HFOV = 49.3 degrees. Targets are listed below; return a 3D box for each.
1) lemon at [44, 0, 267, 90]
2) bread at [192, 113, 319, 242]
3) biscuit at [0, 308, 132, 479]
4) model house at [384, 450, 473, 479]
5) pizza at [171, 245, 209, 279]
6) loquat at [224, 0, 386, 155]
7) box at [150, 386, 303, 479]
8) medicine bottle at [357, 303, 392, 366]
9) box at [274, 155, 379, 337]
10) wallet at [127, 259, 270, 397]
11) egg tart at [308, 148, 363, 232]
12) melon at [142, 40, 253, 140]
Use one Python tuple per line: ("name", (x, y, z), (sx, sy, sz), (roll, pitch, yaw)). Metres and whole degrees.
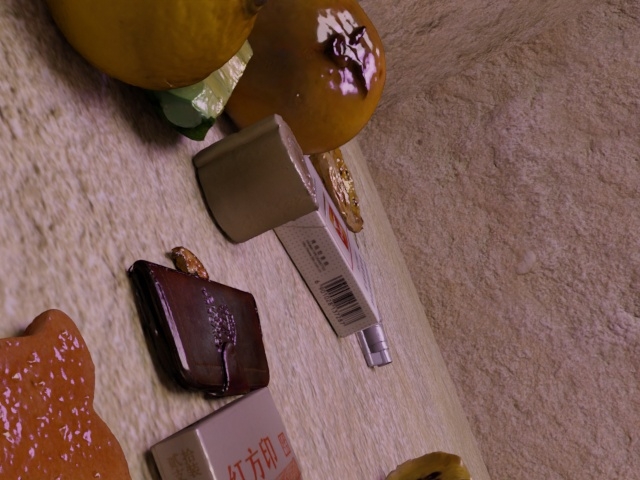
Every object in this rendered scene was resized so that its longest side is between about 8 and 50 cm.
("lemon", (-0.182, -0.289, 0.748), (0.254, 0.228, 0.228), (55, 5, 25))
("bread", (-0.087, -0.087, 1.000), (0.148, 0.141, 0.134), (69, 12, 13))
("biscuit", (-0.188, 0.102, 0.373), (0.250, 0.036, 0.166), (35, 31, -77))
("model house", (0.205, 0.456, 1.122), (0.194, 0.174, 0.234), (66, 14, 4))
("pizza", (-0.148, 0.029, 0.787), (0.083, 0.016, 0.037), (55, 13, -60))
("loquat", (-0.057, -0.321, 1.299), (0.359, 0.328, 0.329), (-3, -59, 52))
("box", (-0.026, 0.323, 0.618), (0.365, 0.051, 0.204), (67, 11, 7))
("medicine bottle", (0.099, 0.177, 1.573), (0.092, 0.061, 0.221), (3, 59, -50))
("box", (0.000, 0.001, 1.371), (0.330, 0.095, 0.210), (59, 12, -25))
("wallet", (-0.112, 0.102, 0.751), (0.137, 0.031, 0.255), (69, 12, 16))
("egg tart", (0.022, -0.141, 1.781), (0.291, 0.107, 0.291), (-20, 90, -81))
("melon", (-0.181, -0.231, 0.935), (0.196, 0.124, 0.324), (54, 23, -30))
